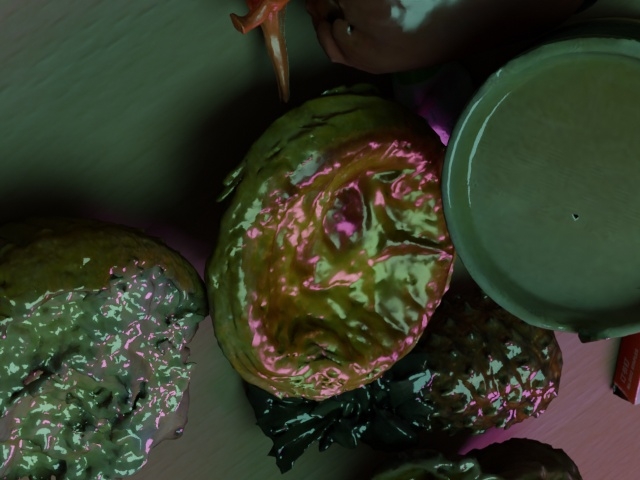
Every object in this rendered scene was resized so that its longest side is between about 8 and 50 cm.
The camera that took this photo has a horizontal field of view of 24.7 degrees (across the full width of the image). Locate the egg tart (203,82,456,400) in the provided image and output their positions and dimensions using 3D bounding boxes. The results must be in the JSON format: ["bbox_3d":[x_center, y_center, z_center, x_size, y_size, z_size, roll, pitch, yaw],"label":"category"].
[{"bbox_3d":[0.000,0.000,1.276,0.295,0.116,0.294,-19,121,-35],"label":"egg tart"}]

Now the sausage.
[{"bbox_3d":[0.119,-0.224,1.191,0.280,0.152,0.152,-17,129,-24],"label":"sausage"}]

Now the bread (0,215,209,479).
[{"bbox_3d":[-0.222,0.089,1.193,0.274,0.149,0.274,-22,135,-25],"label":"bread"}]

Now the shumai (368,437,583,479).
[{"bbox_3d":[0.154,0.273,1.483,0.314,0.267,0.262,-40,144,-28],"label":"shumai"}]

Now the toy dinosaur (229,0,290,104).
[{"bbox_3d":[-0.051,-0.236,1.139,0.101,0.055,0.279,-37,138,-34],"label":"toy dinosaur"}]

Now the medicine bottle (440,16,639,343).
[{"bbox_3d":[0.250,-0.077,1.275,0.235,0.236,0.406,-61,174,17],"label":"medicine bottle"}]

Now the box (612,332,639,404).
[{"bbox_3d":[0.408,0.082,1.664,0.123,0.050,0.229,-14,128,-23],"label":"box"}]

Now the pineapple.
[{"bbox_3d":[0.080,0.132,1.439,0.310,0.141,0.170,-12,132,-17],"label":"pineapple"}]

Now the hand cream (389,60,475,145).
[{"bbox_3d":[0.123,-0.100,1.360,0.079,0.050,0.275,-18,140,11],"label":"hand cream"}]
